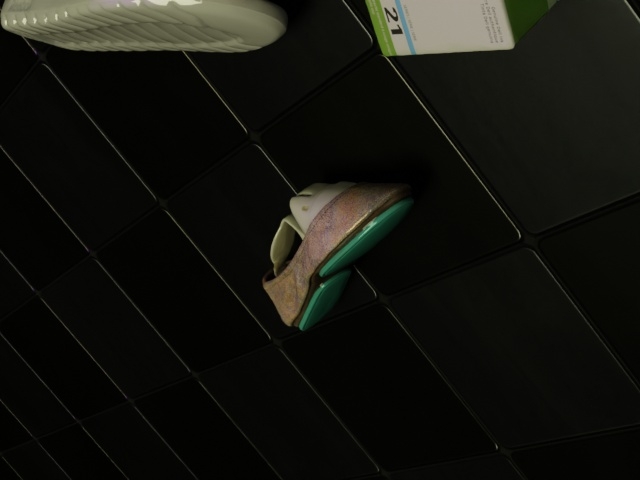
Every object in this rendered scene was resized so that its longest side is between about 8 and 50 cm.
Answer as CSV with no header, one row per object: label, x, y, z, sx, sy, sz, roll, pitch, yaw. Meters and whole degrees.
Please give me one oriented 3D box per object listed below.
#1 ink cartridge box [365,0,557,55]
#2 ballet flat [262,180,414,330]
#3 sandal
ink cartridge box,0.148,-0.253,0.810,0.255,0.097,0.189,6,129,41
ballet flat,0.000,0.000,1.186,0.106,0.107,0.316,52,144,12
sandal,-0.211,-0.267,1.117,0.416,0.169,0.102,8,90,39
